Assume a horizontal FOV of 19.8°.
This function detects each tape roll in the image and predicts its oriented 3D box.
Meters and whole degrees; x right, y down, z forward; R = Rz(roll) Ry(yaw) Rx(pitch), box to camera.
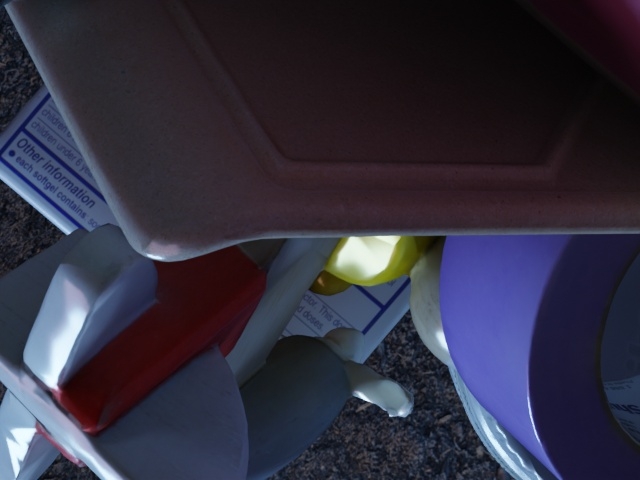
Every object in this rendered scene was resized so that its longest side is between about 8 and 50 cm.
[{"bbox_3d":[0.150,0.019,0.761,0.189,0.189,0.080,39,-178,-33],"label":"tape roll"}]

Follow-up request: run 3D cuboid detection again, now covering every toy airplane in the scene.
[{"bbox_3d":[0.000,0.000,0.918,0.272,0.384,0.386,27,-178,-4],"label":"toy airplane"}]

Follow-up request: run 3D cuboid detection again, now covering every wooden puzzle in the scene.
[{"bbox_3d":[0.018,-0.070,0.578,0.238,0.044,0.221,-5,-137,-29],"label":"wooden puzzle"}]

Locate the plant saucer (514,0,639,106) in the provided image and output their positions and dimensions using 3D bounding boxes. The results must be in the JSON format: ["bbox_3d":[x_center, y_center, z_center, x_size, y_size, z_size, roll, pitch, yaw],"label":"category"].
[{"bbox_3d":[0.095,-0.083,0.412,0.332,0.084,0.332,41,-179,-1],"label":"plant saucer"}]

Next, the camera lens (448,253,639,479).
[{"bbox_3d":[0.189,0.058,1.151,0.219,0.219,0.274,40,-178,1],"label":"camera lens"}]

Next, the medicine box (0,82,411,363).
[{"bbox_3d":[-0.018,-0.073,1.185,0.263,0.289,0.149,41,-179,0],"label":"medicine box"}]

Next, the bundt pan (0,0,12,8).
[{"bbox_3d":[-0.168,-0.202,0.531,0.331,0.331,0.124,41,138,27],"label":"bundt pan"}]
